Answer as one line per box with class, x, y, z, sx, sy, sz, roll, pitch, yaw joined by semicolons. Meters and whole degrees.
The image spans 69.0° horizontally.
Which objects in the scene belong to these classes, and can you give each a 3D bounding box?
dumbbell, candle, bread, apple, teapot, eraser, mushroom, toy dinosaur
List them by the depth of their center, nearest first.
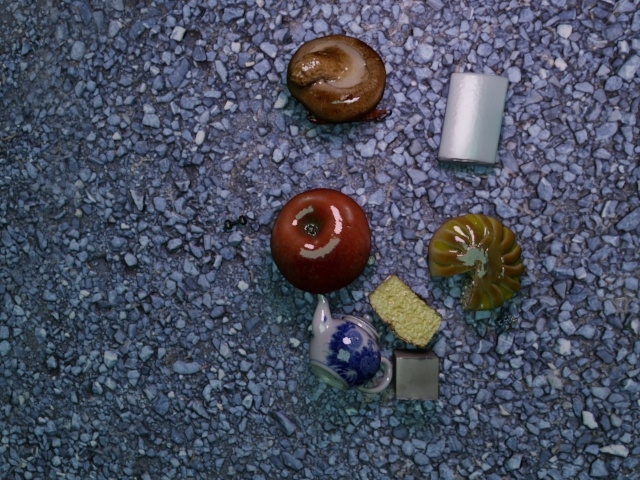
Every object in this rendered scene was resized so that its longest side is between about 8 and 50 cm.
mushroom;0.052;-0.539;1.546;0.345;0.239;0.345;5;75;-19
bread;0.521;0.068;1.547;0.333;0.160;0.333;0;93;8
eraser;0.503;-0.397;1.548;0.189;0.104;0.290;10;95;13
apple;0.000;0.000;1.554;0.348;0.277;0.348;-4;72;11
toy dinosaur;0.635;0.288;1.606;0.083;0.030;0.047;-41;84;10
bread;0.281;0.239;1.611;0.260;0.147;0.160;38;90;1
teapot;0.103;0.363;1.613;0.424;0.252;0.280;48;62;-15
candle;0.101;-0.441;1.638;0.302;0.084;0.059;-2;125;3
dumbbell;-0.317;-0.068;1.743;0.083;0.040;0.036;-16;123;10

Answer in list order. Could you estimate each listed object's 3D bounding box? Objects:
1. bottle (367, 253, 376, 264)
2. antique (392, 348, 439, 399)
bottle;0.180;0.066;1.642;0.030;0.083;0.030;1;94;10
antique;0.327;0.456;1.608;0.152;0.148;0.146;1;90;1
